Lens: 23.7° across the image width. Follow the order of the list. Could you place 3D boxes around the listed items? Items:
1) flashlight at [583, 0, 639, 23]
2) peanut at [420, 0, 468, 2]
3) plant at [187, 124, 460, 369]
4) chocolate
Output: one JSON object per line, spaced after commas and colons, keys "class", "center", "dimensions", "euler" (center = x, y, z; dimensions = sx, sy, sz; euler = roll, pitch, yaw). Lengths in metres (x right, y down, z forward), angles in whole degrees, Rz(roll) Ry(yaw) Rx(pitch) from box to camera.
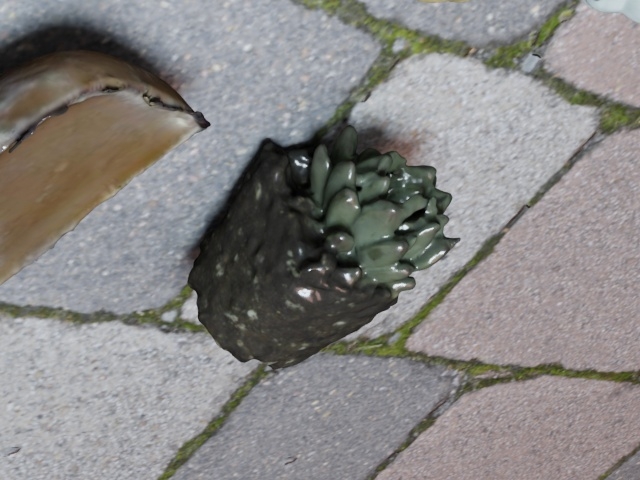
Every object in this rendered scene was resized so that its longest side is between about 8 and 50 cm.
{"class": "flashlight", "center": [0.261, -0.204, 1.058], "dimensions": [0.200, 0.093, 0.047], "euler": [-18, 147, -24]}
{"class": "peanut", "center": [0.161, -0.241, 0.821], "dimensions": [0.325, 0.153, 0.140], "euler": [-29, 147, 3]}
{"class": "plant", "center": [0.000, 0.000, 1.118], "dimensions": [0.194, 0.132, 0.129], "euler": [-40, 149, 27]}
{"class": "chocolate", "center": [-0.211, -0.042, 0.957], "dimensions": [0.261, 0.083, 0.161], "euler": [-35, 164, 13]}
